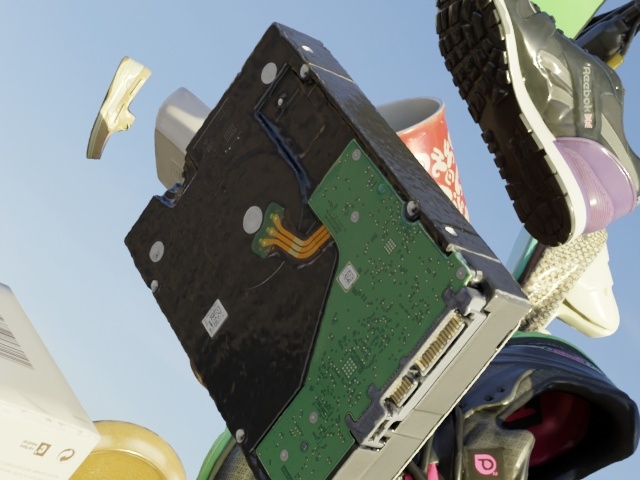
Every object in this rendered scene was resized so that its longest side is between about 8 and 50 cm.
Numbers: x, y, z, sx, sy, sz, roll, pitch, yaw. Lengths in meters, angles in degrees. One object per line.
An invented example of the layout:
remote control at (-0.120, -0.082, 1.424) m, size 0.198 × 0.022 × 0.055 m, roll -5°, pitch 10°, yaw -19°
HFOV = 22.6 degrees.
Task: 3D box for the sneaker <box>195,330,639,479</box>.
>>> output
sneaker at (0.096, 0.204, 1.522) m, size 0.202 × 0.483 × 0.185 m, roll 20°, pitch -54°, yaw 61°

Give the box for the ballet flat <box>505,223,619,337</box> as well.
ballet flat at (0.247, 0.119, 1.932) m, size 0.182 × 0.483 × 0.164 m, roll 34°, pitch -17°, yaw 2°

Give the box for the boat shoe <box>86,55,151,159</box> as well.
boat shoe at (-0.248, -0.157, 1.969) m, size 0.045 × 0.135 × 0.050 m, roll 23°, pitch 8°, yaw -7°

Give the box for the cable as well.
cable at (0.386, -0.261, 1.995) m, size 0.072 × 0.287 × 0.139 m, roll 50°, pitch 13°, yaw -27°

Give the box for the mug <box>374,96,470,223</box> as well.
mug at (0.063, -0.026, 1.445) m, size 0.113 × 0.150 × 0.169 m, roll -94°, pitch 166°, yaw -71°

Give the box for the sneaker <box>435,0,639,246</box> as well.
sneaker at (0.202, -0.143, 1.443) m, size 0.107 × 0.124 × 0.283 m, roll -19°, pitch -88°, yaw 64°

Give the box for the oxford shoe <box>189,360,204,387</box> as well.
oxford shoe at (-0.013, 0.129, 1.417) m, size 0.076 × 0.076 × 0.212 m, roll -30°, pitch -42°, yaw 35°

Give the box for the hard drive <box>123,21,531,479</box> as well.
hard drive at (-0.009, 0.022, 1.200) m, size 0.064 × 0.237 × 0.339 m, roll 18°, pitch 26°, yaw -41°

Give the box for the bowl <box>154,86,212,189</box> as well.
bowl at (-0.137, -0.083, 1.781) m, size 0.142 × 0.053 × 0.142 m, roll 44°, pitch -28°, yaw 28°

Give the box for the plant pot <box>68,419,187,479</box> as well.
plant pot at (-0.273, 0.333, 1.968) m, size 0.236 × 0.236 × 0.032 m, roll 50°, pitch -2°, yaw -28°

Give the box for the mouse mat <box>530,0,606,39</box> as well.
mouse mat at (0.243, -0.281, 1.756) m, size 0.007 × 0.189 × 0.152 m, roll -9°, pitch -57°, yaw 47°

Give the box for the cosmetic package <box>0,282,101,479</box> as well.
cosmetic package at (-0.352, 0.201, 1.175) m, size 0.155 × 0.365 × 0.197 m, roll 29°, pitch 14°, yaw -47°
